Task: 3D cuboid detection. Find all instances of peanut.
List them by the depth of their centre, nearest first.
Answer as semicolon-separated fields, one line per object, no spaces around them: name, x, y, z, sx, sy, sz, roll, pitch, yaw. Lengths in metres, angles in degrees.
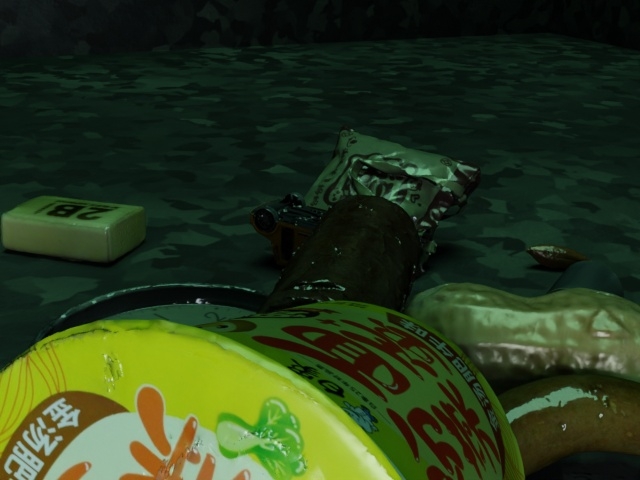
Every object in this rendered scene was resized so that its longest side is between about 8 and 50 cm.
peanut;0.217;0.105;0.905;0.290;0.130;0.130;7;21;18

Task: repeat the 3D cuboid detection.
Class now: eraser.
eraser;-0.347;-0.019;1.294;0.172;0.058;0.117;7;21;15

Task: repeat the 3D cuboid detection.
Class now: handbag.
handbag;0.082;-0.057;1.318;0.235;0.127;0.213;20;60;26

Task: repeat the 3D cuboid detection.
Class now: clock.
clock;-0.135;0.128;0.914;0.312;0.062;0.313;2;21;-1

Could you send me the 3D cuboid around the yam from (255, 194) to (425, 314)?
yam;0.025;0.049;0.881;0.131;0.131;0.280;6;22;12

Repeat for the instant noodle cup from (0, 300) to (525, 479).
instant noodle cup;-0.026;0.167;0.523;0.311;0.312;0.221;11;13;24

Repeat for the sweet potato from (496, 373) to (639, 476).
sweet potato;0.226;0.170;0.790;0.345;0.109;0.079;-1;-15;-5

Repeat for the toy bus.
toy bus;0.000;0.000;1.230;0.194;0.088;0.083;15;25;28

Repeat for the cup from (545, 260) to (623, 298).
cup;0.296;0.077;1.083;0.100;0.078;0.077;-26;2;43

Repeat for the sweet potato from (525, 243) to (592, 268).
sweet potato;0.329;0.024;1.272;0.095;0.034;0.034;13;20;-1
